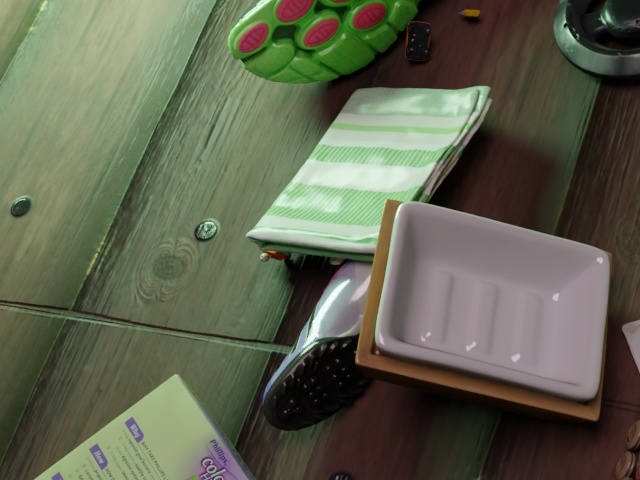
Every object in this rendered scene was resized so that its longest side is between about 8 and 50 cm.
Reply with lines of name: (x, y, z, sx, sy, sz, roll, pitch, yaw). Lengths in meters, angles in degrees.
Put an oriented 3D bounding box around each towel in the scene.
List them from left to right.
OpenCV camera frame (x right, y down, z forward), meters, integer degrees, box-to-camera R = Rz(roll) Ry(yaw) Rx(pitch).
towel: (0.068, -0.099, 1.949, 0.248, 0.038, 0.325, 5, 47, 38)

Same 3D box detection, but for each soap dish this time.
soap dish: (0.194, 0.089, 1.716, 0.291, 0.118, 0.229, 14, 60, -4)

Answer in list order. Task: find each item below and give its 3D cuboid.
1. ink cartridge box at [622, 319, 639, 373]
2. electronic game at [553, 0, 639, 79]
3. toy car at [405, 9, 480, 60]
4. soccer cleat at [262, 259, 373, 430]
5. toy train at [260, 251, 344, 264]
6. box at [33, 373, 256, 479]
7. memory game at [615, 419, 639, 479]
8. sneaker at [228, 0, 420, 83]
ink cartridge box: (0.462, 0.098, 1.695, 0.198, 0.067, 0.115, -21, 53, 7)
electronic game: (0.438, -0.316, 2.003, 0.229, 0.048, 0.229, -12, 54, 17)
toy car: (0.177, -0.302, 2.120, 0.122, 0.060, 0.040, -14, 7, -7)
soccer cleat: (0.028, 0.111, 1.851, 0.318, 0.108, 0.116, -48, 38, -14)
toy train: (0.000, 0.000, 1.958, 0.166, 0.046, 0.125, 11, 55, 43)
box: (-0.204, 0.330, 1.774, 0.243, 0.117, 0.213, -37, 51, -4)
memory game: (0.369, 0.225, 1.588, 0.012, 0.186, 0.186, 23, 63, -5)
sneaker: (0.059, -0.408, 2.170, 0.483, 0.185, 0.202, -39, 34, -11)
